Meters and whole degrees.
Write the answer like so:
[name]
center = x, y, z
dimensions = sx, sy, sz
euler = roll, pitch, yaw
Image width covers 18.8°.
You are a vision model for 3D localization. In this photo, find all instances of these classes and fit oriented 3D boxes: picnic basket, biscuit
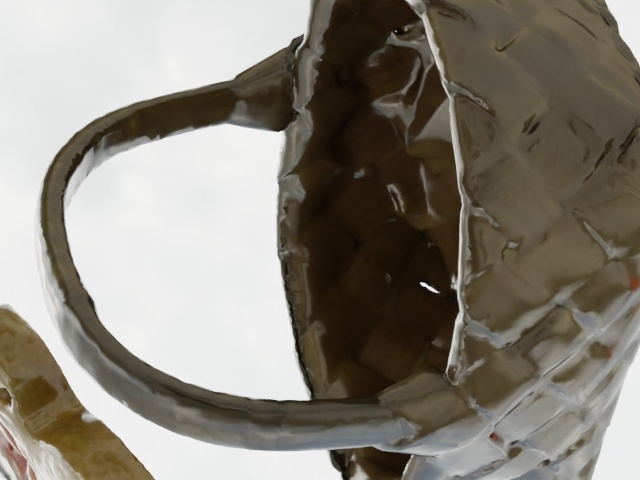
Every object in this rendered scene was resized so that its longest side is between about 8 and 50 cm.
[picnic basket]
center = 0.000, 0.000, 1.058
dimensions = 0.337, 0.337, 0.293
euler = 10, -143, -31
[biscuit]
center = -0.091, 0.098, 0.733
dimensions = 0.036, 0.166, 0.225
euler = -34, -126, -18
